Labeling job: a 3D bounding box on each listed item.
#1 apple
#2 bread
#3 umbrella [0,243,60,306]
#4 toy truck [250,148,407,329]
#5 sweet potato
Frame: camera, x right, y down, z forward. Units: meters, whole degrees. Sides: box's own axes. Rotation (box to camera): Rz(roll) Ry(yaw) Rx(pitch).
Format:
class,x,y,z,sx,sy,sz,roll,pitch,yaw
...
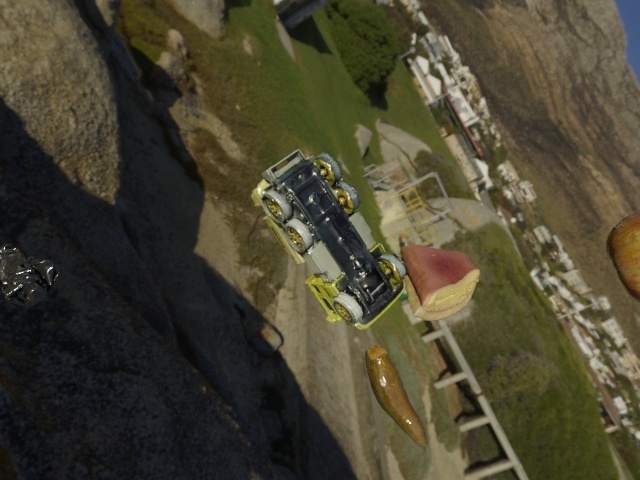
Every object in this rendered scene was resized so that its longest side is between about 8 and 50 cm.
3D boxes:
class,x,y,z,sx,sy,sz,roll,pitch,yaw
apple,0.694,0.032,0.922,0.211,0.187,0.211,33,43,-37
bread,0.190,0.065,0.734,0.192,0.119,0.067,-83,167,-67
umbrella,-0.742,0.086,1.148,0.122,0.272,0.110,-9,110,-45
toy truck,0.000,0.000,0.715,0.272,0.124,0.157,56,-23,-12
sweet potato,0.163,0.352,1.029,0.244,0.077,0.077,66,14,13
